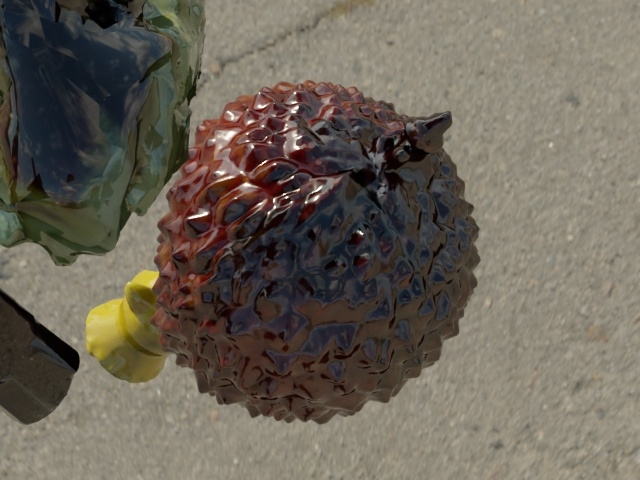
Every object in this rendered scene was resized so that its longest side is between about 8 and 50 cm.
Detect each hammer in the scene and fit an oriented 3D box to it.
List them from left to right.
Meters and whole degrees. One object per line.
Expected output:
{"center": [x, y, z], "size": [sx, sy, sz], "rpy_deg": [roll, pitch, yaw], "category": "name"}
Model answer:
{"center": [-0.425, 0.205, 1.099], "size": [0.095, 0.242, 0.409], "rpy_deg": [9, 57, 42], "category": "hammer"}

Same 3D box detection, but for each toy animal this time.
{"center": [-0.266, 0.132, 1.719], "size": [0.156, 0.230, 0.156], "rpy_deg": [20, 54, -30], "category": "toy animal"}

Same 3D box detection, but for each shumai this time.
{"center": [-0.250, -0.128, 1.015], "size": [0.395, 0.395, 0.348], "rpy_deg": [-23, 40, -14], "category": "shumai"}

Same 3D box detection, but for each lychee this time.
{"center": [0.000, 0.000, 1.415], "size": [0.424, 0.500, 0.424], "rpy_deg": [26, 35, -20], "category": "lychee"}
